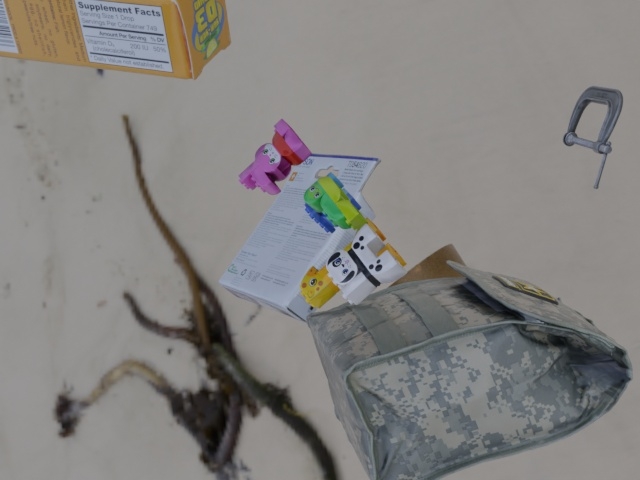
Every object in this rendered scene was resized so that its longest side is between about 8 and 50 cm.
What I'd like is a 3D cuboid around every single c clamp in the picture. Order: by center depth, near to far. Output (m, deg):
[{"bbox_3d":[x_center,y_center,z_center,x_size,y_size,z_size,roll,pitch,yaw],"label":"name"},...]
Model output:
[{"bbox_3d":[0.391,-0.160,1.513,0.161,0.022,0.137,-115,43,-71],"label":"c clamp"}]

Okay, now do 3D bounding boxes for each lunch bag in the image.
[{"bbox_3d":[0.153,0.122,1.096,0.235,0.287,0.169,-130,23,-76],"label":"lunch bag"}]

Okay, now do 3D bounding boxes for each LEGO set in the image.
[{"bbox_3d":[0.000,0.000,0.958,0.093,0.087,0.227,-42,47,6],"label":"LEGO set"}]

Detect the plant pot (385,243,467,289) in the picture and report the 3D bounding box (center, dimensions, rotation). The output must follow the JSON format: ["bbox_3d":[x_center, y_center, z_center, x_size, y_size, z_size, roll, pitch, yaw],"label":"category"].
[{"bbox_3d":[0.193,0.175,1.600,0.254,0.237,0.237,50,131,11],"label":"plant pot"}]

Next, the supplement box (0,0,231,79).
[{"bbox_3d":[-0.197,-0.195,0.882,0.233,0.078,0.080,11,130,19],"label":"supplement box"}]

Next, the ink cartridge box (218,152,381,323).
[{"bbox_3d":[-0.020,-0.010,1.370,0.224,0.045,0.223,-58,26,-9],"label":"ink cartridge box"}]
